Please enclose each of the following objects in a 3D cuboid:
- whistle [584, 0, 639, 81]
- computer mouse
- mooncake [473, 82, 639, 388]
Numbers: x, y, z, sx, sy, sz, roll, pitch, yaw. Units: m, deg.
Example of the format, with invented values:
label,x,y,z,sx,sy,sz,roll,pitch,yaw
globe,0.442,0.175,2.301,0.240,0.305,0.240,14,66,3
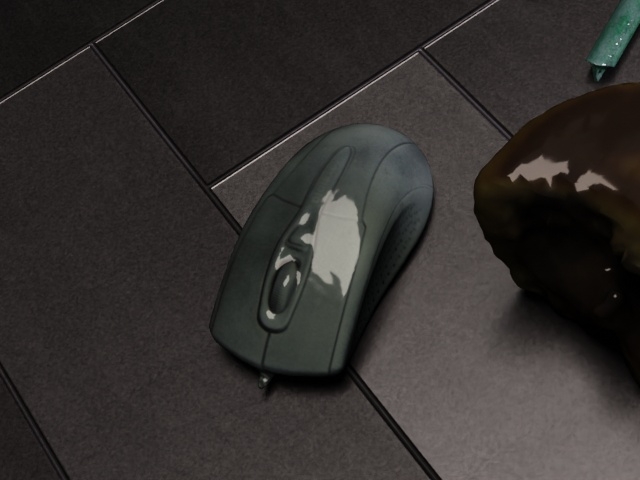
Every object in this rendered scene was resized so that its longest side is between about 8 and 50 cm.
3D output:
label,x,y,z,sx,sy,sz,roll,pitch,yaw
whistle,0.381,-0.278,1.808,0.039,0.039,0.186,21,65,27
computer mouse,0.000,0.000,1.682,0.188,0.122,0.370,15,65,24
mooncake,0.361,0.049,1.467,0.393,0.246,0.394,-6,60,22
